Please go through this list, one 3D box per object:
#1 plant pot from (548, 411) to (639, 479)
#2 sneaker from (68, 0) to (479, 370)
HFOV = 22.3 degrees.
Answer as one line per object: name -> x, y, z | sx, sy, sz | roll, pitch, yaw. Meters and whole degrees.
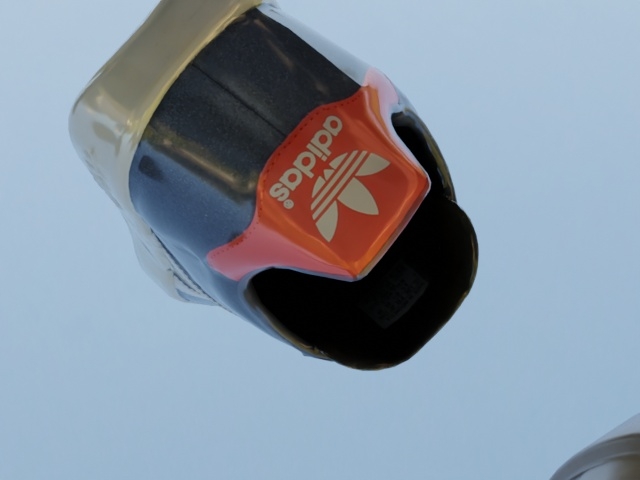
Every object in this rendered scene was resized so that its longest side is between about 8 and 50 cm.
plant pot -> 0.169, 0.280, 0.880 | 0.280, 0.323, 0.323 | -20, -118, -36
sneaker -> 0.000, 0.000, 0.736 | 0.148, 0.350, 0.131 | 37, -91, 12
